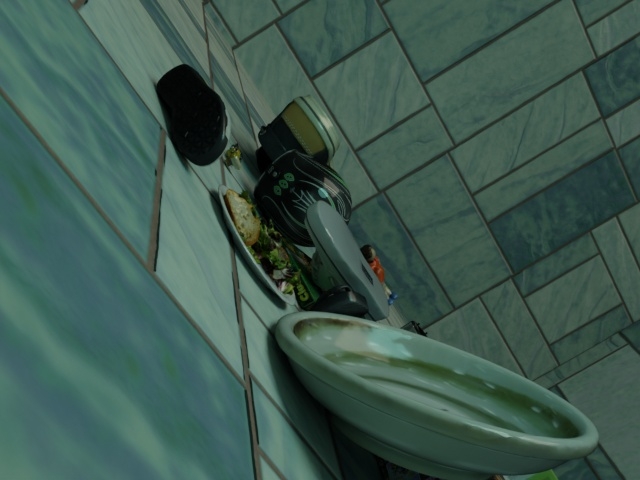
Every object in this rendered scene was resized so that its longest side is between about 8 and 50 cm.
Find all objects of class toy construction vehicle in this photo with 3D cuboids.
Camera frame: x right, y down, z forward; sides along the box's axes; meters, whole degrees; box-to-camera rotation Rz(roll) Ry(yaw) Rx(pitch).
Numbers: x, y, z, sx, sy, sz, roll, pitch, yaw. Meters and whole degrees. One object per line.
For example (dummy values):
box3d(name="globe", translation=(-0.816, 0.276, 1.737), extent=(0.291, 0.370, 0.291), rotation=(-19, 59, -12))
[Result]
box3d(name="toy construction vehicle", translation=(-0.165, -0.163, 1.335), extent=(0.098, 0.035, 0.086), rotation=(-106, 174, -61))

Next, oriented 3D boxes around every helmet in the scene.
box3d(name="helmet", translation=(-0.023, -0.068, 1.382), extent=(0.161, 0.169, 0.169), rotation=(44, 2, 13))

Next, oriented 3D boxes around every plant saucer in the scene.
box3d(name="plant saucer", translation=(0.125, 0.199, 0.936), extent=(0.400, 0.101, 0.400), rotation=(18, 6, -2))

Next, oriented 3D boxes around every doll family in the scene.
box3d(name="doll family", translation=(0.059, 0.106, 1.570), extent=(0.163, 0.118, 0.263), rotation=(63, 22, -15))

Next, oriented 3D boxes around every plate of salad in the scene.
box3d(name="plate of salad", translation=(-0.081, 0.001, 1.087), extent=(0.200, 0.048, 0.200), rotation=(57, 5, -8))

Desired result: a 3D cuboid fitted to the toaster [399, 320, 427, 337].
box3d(name="toaster", translation=(0.264, 0.319, 2.081), extent=(0.168, 0.110, 0.186), rotation=(60, 5, 23))

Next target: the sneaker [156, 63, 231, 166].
box3d(name="sneaker", translation=(-0.162, -0.168, 1.092), extent=(0.097, 0.084, 0.235), rotation=(55, 7, -44))

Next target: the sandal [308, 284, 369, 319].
box3d(name="sandal", translation=(0.021, 0.108, 1.191), extent=(0.254, 0.097, 0.054), rotation=(81, -9, -77))

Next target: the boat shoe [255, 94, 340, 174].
box3d(name="boat shoe", translation=(-0.060, -0.173, 1.709), extent=(0.187, 0.156, 0.500), rotation=(54, -6, 6))

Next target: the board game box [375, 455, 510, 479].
box3d(name="board game box", translation=(0.209, 0.394, 1.036), extent=(0.232, 0.141, 0.291), rotation=(56, 6, -26))

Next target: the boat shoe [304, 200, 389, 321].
box3d(name="boat shoe", translation=(0.027, 0.046, 1.289), extent=(0.267, 0.088, 0.096), rotation=(54, 24, -40))

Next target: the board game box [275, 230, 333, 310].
box3d(name="board game box", translation=(-0.020, 0.072, 1.344), extent=(0.136, 0.030, 0.259), rotation=(63, 7, 18))

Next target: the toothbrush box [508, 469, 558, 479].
box3d(name="toothbrush box", translation=(0.353, 0.503, 1.387), extent=(0.283, 0.206, 0.122), rotation=(55, 6, -26))
